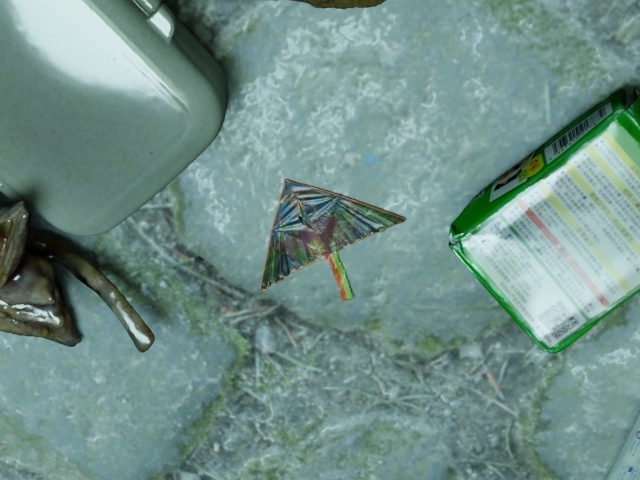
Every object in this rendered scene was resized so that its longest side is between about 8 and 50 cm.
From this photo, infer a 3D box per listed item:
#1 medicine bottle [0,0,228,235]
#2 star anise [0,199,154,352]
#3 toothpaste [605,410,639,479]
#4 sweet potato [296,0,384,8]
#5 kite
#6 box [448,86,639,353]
[{"bbox_3d":[-0.287,-0.192,1.249,0.282,0.123,0.375,-37,109,24],"label":"medicine bottle"},{"bbox_3d":[-0.363,0.022,1.355,0.349,0.109,0.292,12,156,20],"label":"star anise"},{"bbox_3d":[0.365,0.245,1.422,0.052,0.033,0.218,17,117,4],"label":"toothpaste"},{"bbox_3d":[0.048,-0.286,1.197,0.341,0.092,0.114,-22,84,15],"label":"sweet potato"},{"bbox_3d":[0.000,0.000,1.369,0.190,0.010,0.159,-27,108,18],"label":"kite"},{"bbox_3d":[0.271,-0.019,1.264,0.250,0.103,0.180,-39,91,23],"label":"box"}]
